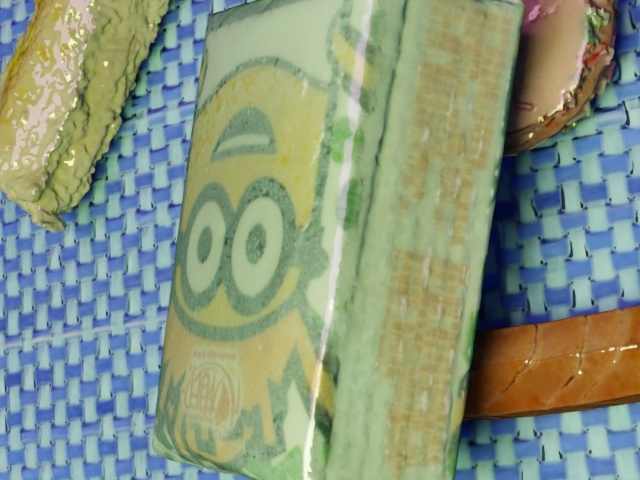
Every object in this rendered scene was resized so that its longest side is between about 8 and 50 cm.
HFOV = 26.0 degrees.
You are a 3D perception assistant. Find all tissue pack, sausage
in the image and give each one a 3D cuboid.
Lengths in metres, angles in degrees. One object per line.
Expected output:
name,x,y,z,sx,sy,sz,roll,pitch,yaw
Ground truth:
tissue pack,0.000,0.000,0.872,0.228,0.128,0.311,0,81,62
sausage,0.127,0.079,0.858,0.169,0.065,0.065,-11,76,30

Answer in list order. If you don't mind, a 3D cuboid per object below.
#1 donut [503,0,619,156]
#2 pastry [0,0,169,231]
donut,0.142,-0.139,0.885,0.117,0.065,0.166,-15,76,31
pastry,-0.196,-0.143,1.078,0.121,0.089,0.258,21,92,28
